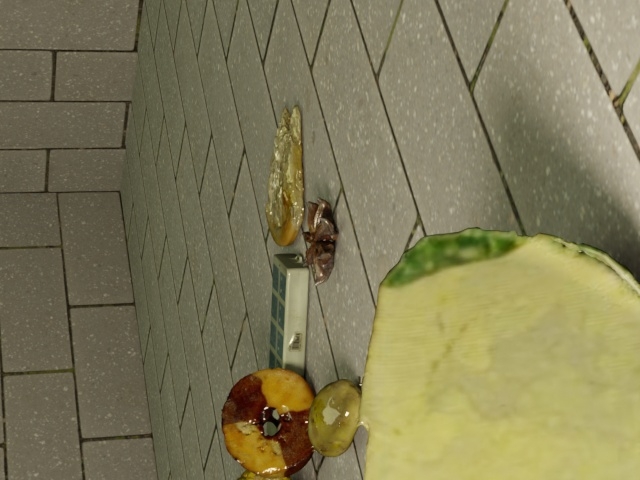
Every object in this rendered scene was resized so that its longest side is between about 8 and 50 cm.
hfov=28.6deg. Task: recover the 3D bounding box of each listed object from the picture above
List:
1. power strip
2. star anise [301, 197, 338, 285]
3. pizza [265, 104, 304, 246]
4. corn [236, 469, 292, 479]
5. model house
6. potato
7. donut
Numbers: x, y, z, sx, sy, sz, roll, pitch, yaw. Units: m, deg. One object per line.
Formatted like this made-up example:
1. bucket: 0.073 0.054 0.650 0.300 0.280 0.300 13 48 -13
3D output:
1. power strip: -0.058 0.202 2.170 0.106 0.043 0.367 -138 48 -69
2. star anise: 0.001 -0.001 1.949 0.141 0.042 0.141 178 90 -77
3. pizza: -0.060 -0.109 2.167 0.181 0.034 0.262 -126 38 -64
4. corn: -0.112 0.473 2.216 0.363 0.120 0.120 111 153 -61
5. model house: 0.181 0.190 1.107 0.266 0.261 0.321 69 -156 -53
6. potato: 0.020 0.264 1.857 0.092 0.070 0.138 -109 24 -44
7. donut: -0.080 0.307 2.067 0.073 0.166 0.184 82 166 -57
